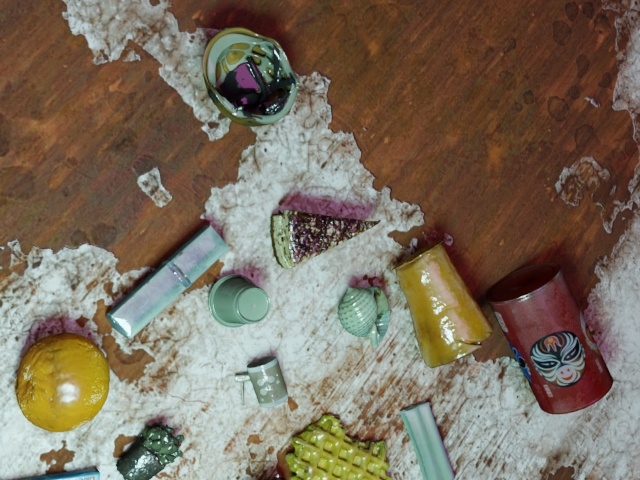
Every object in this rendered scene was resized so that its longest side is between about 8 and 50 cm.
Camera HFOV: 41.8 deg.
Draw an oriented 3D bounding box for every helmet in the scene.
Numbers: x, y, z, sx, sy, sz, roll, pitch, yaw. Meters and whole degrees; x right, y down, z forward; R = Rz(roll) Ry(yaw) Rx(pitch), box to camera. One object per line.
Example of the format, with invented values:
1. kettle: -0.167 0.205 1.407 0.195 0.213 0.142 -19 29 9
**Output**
1. helmet: -0.165 -0.346 1.843 0.224 0.130 0.198 46 68 -5

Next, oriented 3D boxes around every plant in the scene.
1. plant: -0.351 0.443 1.741 0.094 0.092 0.143 46 78 -9

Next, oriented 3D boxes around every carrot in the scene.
1. carrot: 0.275 0.149 2.003 0.196 0.196 0.254 -31 95 -23

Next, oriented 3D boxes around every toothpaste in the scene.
1. toothpaste: -0.572 0.501 1.654 0.267 0.050 0.065 -2 89 -25

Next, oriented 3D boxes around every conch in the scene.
1. conch: 0.100 0.166 1.959 0.135 0.102 0.153 -45 139 -31

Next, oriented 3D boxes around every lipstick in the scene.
1. lipstick: -0.325 0.088 1.775 0.290 0.077 0.076 -43 106 -19

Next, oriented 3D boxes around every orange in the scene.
1. orange: -0.497 0.275 1.632 0.161 0.193 0.193 8 83 -50

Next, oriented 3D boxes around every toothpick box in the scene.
1. toothpick box: 0.580 0.246 2.126 0.204 0.204 0.333 -31 101 -23

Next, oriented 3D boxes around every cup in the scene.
1. cup: -0.128 0.320 1.858 0.102 0.074 0.099 -21 97 -24
2. cup: -0.169 0.132 1.812 0.120 0.141 0.120 1 87 -27

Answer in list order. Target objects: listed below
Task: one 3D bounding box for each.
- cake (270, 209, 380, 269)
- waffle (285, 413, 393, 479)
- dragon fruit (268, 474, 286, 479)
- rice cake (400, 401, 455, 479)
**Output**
1. cake: 0.009 0.006 1.920 0.246 0.112 0.135 6 88 -28
2. waffle: 0.046 0.530 1.929 0.291 0.051 0.291 7 75 -26
3. dragon fruit: -0.146 0.619 1.794 0.148 0.218 0.223 0 128 4
4. rice cake: 0.266 0.502 2.054 0.080 0.042 0.221 -22 96 -23
